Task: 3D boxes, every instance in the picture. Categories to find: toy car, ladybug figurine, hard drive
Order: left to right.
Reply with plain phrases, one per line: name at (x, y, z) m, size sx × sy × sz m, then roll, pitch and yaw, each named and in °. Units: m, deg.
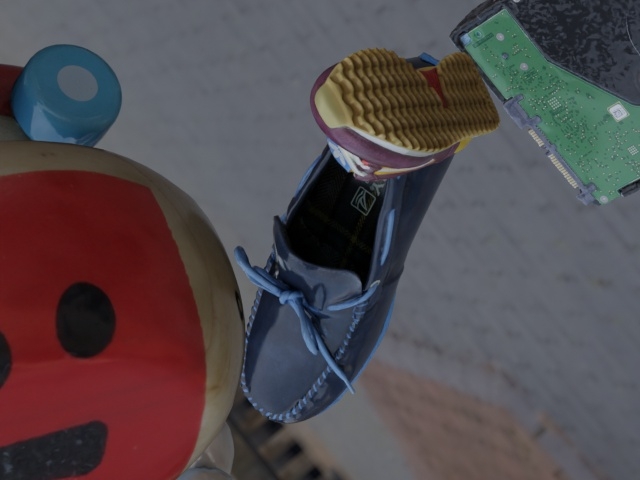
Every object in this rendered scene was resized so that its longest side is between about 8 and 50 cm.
toy car at (-0.278, -0.130, 1.416) m, size 0.219 × 0.210 × 0.238 m, roll -46°, pitch 49°, yaw 48°
ladybug figurine at (-0.226, 0.096, 1.224) m, size 0.162 × 0.449 × 0.305 m, roll 40°, pitch 131°, yaw 41°
hard drive at (0.311, -0.189, 1.834) m, size 0.237 × 0.064 × 0.339 m, roll 50°, pitch 135°, yaw -8°

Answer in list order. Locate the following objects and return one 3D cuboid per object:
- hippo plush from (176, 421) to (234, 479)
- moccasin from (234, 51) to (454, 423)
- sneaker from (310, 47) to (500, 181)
hippo plush at (-0.179, 0.311, 1.829) m, size 0.234 × 0.294 × 0.236 m, roll -75°, pitch -27°, yaw -45°
moccasin at (0.000, 0.000, 1.584) m, size 0.138 × 0.342 × 0.117 m, roll 29°, pitch -156°, yaw 23°
sneaker at (0.032, -0.062, 1.101) m, size 0.185 × 0.084 × 0.069 m, roll -6°, pitch -110°, yaw -61°
